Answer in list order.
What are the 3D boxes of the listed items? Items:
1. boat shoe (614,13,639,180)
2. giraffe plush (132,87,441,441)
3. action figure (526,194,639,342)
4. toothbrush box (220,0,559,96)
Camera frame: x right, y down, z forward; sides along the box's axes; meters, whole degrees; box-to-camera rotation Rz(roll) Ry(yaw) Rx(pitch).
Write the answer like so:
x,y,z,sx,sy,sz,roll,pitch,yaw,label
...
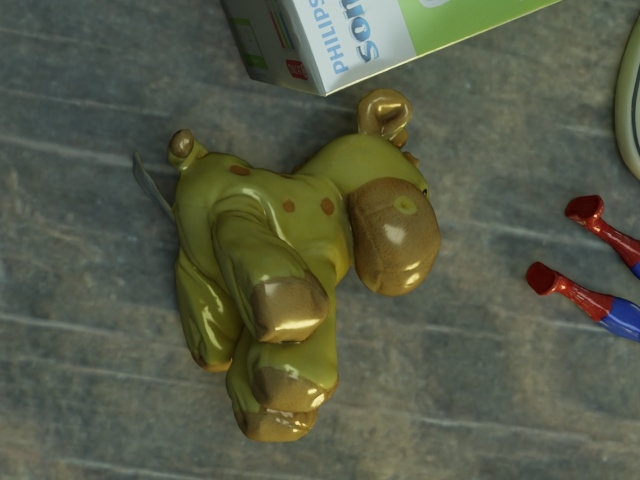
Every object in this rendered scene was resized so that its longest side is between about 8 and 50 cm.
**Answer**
x,y,z,sx,sy,sz,roll,pitch,yaw,label
0.324,-0.177,1.232,0.127,0.158,0.340,30,89,-15,boat shoe
0.000,0.000,1.194,0.170,0.181,0.210,-19,66,-21,giraffe plush
0.287,0.079,1.271,0.280,0.139,0.091,31,90,-18,action figure
0.085,-0.197,1.148,0.283,0.206,0.122,-22,102,-11,toothbrush box
